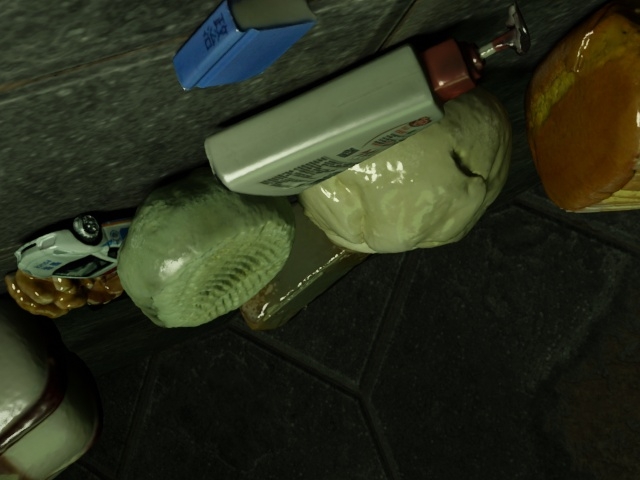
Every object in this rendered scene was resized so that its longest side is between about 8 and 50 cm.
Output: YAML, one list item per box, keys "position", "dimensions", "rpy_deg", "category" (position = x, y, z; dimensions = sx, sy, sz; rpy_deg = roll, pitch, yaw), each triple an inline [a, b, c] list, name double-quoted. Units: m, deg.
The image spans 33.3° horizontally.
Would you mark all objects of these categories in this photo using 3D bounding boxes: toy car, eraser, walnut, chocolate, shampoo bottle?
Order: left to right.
- position: [-0.392, 0.189, 1.355]
  dimensions: [0.186, 0.283, 0.283]
  rpy_deg: [-39, 177, -10]
  category: "chocolate"
- position: [-0.276, 0.045, 1.246]
  dimensions: [0.170, 0.069, 0.143]
  rpy_deg: [-12, 171, -41]
  category: "walnut"
- position: [-0.227, 0.006, 1.129]
  dimensions: [0.095, 0.056, 0.205]
  rpy_deg: [-25, 174, 36]
  category: "toy car"
- position: [-0.050, -0.128, 0.687]
  dimensions: [0.063, 0.027, 0.085]
  rpy_deg: [-18, 173, -35]
  category: "eraser"
- position: [0.054, -0.122, 0.922]
  dimensions: [0.284, 0.071, 0.153]
  rpy_deg: [-26, 170, 22]
  category: "shampoo bottle"

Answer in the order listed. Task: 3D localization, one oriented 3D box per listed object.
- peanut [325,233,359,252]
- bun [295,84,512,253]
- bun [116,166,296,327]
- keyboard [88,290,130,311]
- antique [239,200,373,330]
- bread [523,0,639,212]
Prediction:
- position: [0.117, -0.070, 1.357]
  dimensions: [0.275, 0.111, 0.125]
  rpy_deg: [-22, -156, -20]
  category: "peanut"
- position: [0.097, -0.064, 1.146]
  dimensions: [0.259, 0.160, 0.259]
  rpy_deg: [-23, 172, -4]
  category: "bun"
- position: [-0.121, -0.002, 1.080]
  dimensions: [0.195, 0.118, 0.195]
  rpy_deg: [-33, 161, -13]
  category: "bun"
- position: [-0.251, 0.049, 1.586]
  dimensions: [0.101, 0.018, 0.310]
  rpy_deg: [-19, 173, -37]
  category: "keyboard"
- position: [0.000, 0.000, 1.538]
  dimensions: [0.284, 0.150, 0.125]
  rpy_deg: [-32, 170, 18]
  category: "antique"
- position: [0.309, -0.143, 1.103]
  dimensions: [0.156, 0.204, 0.288]
  rpy_deg: [-2, 167, -9]
  category: "bread"
